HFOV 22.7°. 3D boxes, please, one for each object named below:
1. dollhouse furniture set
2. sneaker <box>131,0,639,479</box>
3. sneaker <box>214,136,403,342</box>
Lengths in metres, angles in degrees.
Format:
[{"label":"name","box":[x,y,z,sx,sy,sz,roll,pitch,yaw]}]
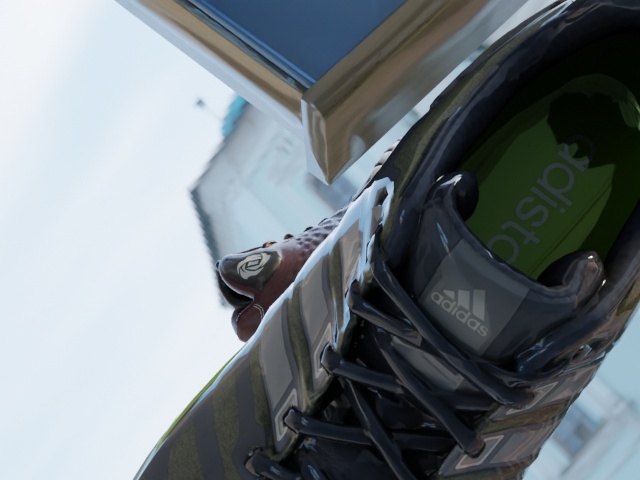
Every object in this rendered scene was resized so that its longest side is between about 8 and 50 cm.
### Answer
[{"label":"dollhouse furniture set","box":[0.005,-0.224,0.516,0.286,0.198,0.303,-44,-22,-20]},{"label":"sneaker","box":[0.022,0.038,0.465,0.300,0.111,0.121,-58,-6,-11]},{"label":"sneaker","box":[0.000,0.000,1.297,0.281,0.162,0.106,-60,-41,-59]}]
